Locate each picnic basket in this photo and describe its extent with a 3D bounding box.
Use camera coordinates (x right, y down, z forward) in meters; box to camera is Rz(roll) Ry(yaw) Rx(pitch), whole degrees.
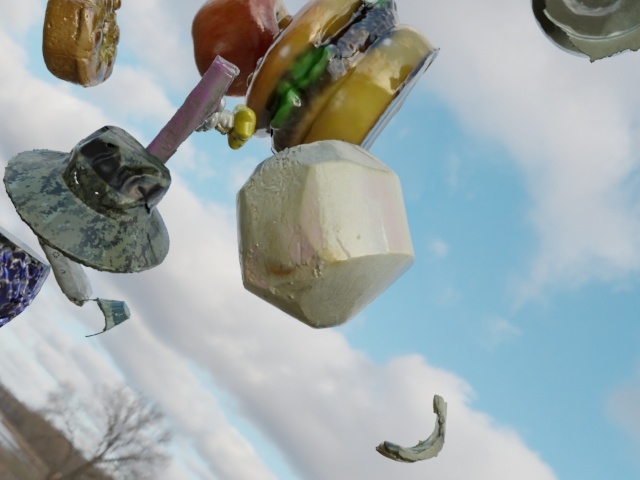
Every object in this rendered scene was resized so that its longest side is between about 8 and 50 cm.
[{"bbox_3d":[-0.375,0.127,1.378,0.083,0.083,0.065,-164,-119,-87],"label":"picnic basket"}]

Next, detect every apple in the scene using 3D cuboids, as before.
[{"bbox_3d":[-0.180,-0.447,1.792,0.241,0.242,0.242,-18,-59,19],"label":"apple"}]

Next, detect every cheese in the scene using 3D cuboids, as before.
[{"bbox_3d":[0.095,0.176,0.722,0.041,0.084,0.060,49,-16,15],"label":"cheese"}]

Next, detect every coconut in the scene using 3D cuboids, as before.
[{"bbox_3d":[0.004,-0.001,0.998,0.241,0.241,0.241,37,-25,21],"label":"coconut"}]

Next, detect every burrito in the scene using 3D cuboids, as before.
[{"bbox_3d":[-0.518,0.040,1.603,0.064,0.064,0.203,2,-63,58],"label":"burrito"}]

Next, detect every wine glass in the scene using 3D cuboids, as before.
[{"bbox_3d":[0.441,-0.395,1.240,0.238,0.323,0.237,5,-77,20],"label":"wine glass"}]

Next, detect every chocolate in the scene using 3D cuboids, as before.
[{"bbox_3d":[-0.487,0.139,1.063,0.126,0.343,0.148,31,0,14],"label":"chocolate"}]

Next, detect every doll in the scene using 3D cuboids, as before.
[{"bbox_3d":[-0.162,-0.203,1.304,0.113,0.071,0.135,8,-16,1],"label":"doll"}]

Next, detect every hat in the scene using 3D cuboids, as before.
[{"bbox_3d":[-0.283,-0.082,1.088,0.266,0.128,0.265,38,19,-16],"label":"hat"}]

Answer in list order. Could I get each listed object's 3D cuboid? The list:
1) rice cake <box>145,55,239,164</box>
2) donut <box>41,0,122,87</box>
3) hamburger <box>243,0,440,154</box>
[{"bbox_3d":[-0.195,-0.191,1.192,0.047,0.207,0.036,37,22,-21],"label":"rice cake"},{"bbox_3d":[-0.468,-0.415,1.572,0.114,0.226,0.226,11,-26,-4],"label":"donut"},{"bbox_3d":[0.015,-0.307,1.590,0.277,0.395,0.395,38,-24,3],"label":"hamburger"}]
